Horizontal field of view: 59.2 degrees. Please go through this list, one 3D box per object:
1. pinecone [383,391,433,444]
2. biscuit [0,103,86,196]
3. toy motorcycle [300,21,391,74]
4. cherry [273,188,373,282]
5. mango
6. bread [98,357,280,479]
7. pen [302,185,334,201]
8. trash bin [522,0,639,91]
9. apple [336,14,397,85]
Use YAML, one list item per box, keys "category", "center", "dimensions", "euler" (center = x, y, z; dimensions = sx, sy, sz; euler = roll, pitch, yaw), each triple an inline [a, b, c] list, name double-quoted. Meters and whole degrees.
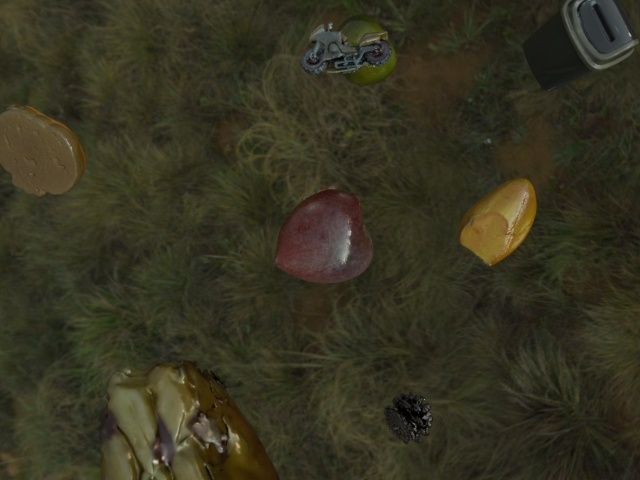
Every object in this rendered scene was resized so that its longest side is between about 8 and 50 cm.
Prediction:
- category: "pinecone"
  center: [0.246, 0.481, 1.536]
  dimensions: [0.140, 0.120, 0.140]
  euler: [29, 136, 32]
- category: "biscuit"
  center: [-0.487, -0.152, 0.984]
  dimensions: [0.170, 0.050, 0.170]
  euler: [9, 123, 14]
- category: "toy motorcycle"
  center: [0.061, -0.487, 1.406]
  dimensions: [0.229, 0.094, 0.130]
  euler: [-4, 71, 11]
- category: "cherry"
  center: [0.007, -0.007, 1.395]
  dimensions: [0.239, 0.239, 0.206]
  euler: [-26, 31, 29]
- category: "mango"
  center: [0.522, -0.065, 1.612]
  dimensions: [0.187, 0.138, 0.257]
  euler: [31, 120, -13]
- category: "bread"
  center: [-0.113, 0.299, 0.585]
  dimensions: [0.166, 0.277, 0.325]
  euler: [-9, 67, -7]
- category: "pen"
  center: [-0.009, -0.139, 1.727]
  dimensions: [0.239, 0.028, 0.028]
  euler: [171, 103, -70]
- category: "trash bin"
  center: [0.706, -0.545, 1.533]
  dimensions: [0.182, 0.290, 0.210]
  euler: [-29, 91, -15]
- category: "apple"
  center: [0.120, -0.535, 1.598]
  dimensions: [0.157, 0.196, 0.196]
  euler: [-37, 64, 1]
